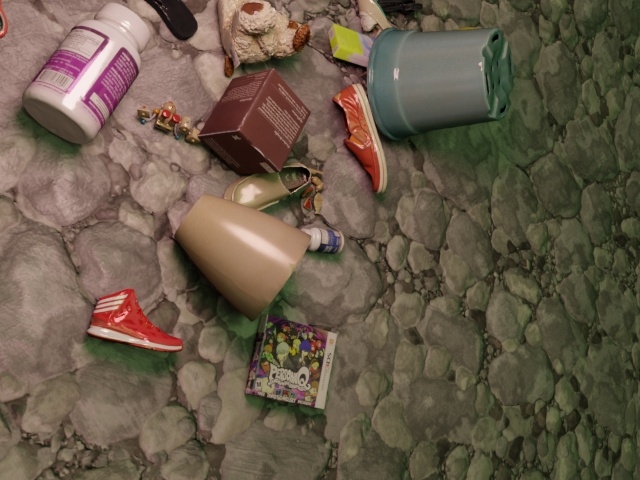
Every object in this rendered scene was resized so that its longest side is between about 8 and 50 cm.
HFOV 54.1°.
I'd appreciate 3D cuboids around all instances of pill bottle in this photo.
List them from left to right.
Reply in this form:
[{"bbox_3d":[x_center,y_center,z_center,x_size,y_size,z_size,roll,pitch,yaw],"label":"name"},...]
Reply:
[{"bbox_3d":[-0.510,-0.379,1.404,0.169,0.169,0.301,37,65,-24],"label":"pill bottle"},{"bbox_3d":[0.000,0.000,1.749,0.120,0.067,0.067,9,78,-32],"label":"pill bottle"}]

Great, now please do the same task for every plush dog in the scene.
[{"bbox_3d":[-0.142,-0.539,1.665,0.225,0.262,0.210,-7,120,-25],"label":"plush dog"}]

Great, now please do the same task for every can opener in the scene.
[{"bbox_3d":[0.247,-0.761,2.017,0.186,0.073,0.059,-15,98,-38],"label":"can opener"}]

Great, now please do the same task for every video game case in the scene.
[{"bbox_3d":[-0.073,0.325,1.669,0.232,0.042,0.210,21,71,-30],"label":"video game case"}]

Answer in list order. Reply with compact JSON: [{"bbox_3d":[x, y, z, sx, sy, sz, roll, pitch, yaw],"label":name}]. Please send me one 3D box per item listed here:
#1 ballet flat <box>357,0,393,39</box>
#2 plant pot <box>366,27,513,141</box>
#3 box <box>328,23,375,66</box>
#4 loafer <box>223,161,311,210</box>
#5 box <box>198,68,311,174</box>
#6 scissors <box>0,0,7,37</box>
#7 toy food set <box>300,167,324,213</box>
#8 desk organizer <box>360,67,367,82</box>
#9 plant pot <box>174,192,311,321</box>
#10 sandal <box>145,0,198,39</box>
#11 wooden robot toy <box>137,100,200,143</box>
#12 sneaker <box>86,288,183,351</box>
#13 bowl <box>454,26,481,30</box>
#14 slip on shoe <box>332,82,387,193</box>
[{"bbox_3d":[0.181,-0.663,1.964,0.248,0.086,0.086,45,62,-21],"label":"ballet flat"},{"bbox_3d":[0.363,-0.467,1.834,0.341,0.334,0.341,-8,100,-54],"label":"plant pot"},{"bbox_3d":[0.115,-0.581,1.896,0.178,0.042,0.109,10,53,-28],"label":"box"},{"bbox_3d":[-0.135,-0.147,1.661,0.268,0.092,0.102,-31,100,-29],"label":"loafer"},{"bbox_3d":[-0.165,-0.298,1.601,0.168,0.167,0.203,45,61,-38],"label":"box"},{"bbox_3d":[-0.717,-0.581,1.381,0.109,0.021,0.297,17,75,-29],"label":"scissors"},{"bbox_3d":[-0.028,-0.140,1.782,0.078,0.019,0.122,12,84,-32],"label":"toy food set"},{"bbox_3d":[0.191,-0.495,1.961,0.130,0.047,0.050,38,62,-24],"label":"desk organizer"},{"bbox_3d":[-0.205,0.014,1.527,0.274,0.256,0.256,36,64,-7],"label":"plant pot"},{"bbox_3d":[-0.402,-0.626,1.578,0.254,0.054,0.097,45,62,-21],"label":"sandal"},{"bbox_3d":[-0.366,-0.311,1.552,0.173,0.076,0.079,22,61,-30],"label":"wooden robot toy"},{"bbox_3d":[-0.409,0.181,1.441,0.221,0.087,0.128,19,74,-31],"label":"sneaker"},{"bbox_3d":[0.559,-0.611,2.158,0.289,0.156,0.289,5,81,-34],"label":"bowl"},{"bbox_3d":[0.120,-0.293,1.859,0.101,0.123,0.331,-20,100,-3],"label":"slip on shoe"}]
